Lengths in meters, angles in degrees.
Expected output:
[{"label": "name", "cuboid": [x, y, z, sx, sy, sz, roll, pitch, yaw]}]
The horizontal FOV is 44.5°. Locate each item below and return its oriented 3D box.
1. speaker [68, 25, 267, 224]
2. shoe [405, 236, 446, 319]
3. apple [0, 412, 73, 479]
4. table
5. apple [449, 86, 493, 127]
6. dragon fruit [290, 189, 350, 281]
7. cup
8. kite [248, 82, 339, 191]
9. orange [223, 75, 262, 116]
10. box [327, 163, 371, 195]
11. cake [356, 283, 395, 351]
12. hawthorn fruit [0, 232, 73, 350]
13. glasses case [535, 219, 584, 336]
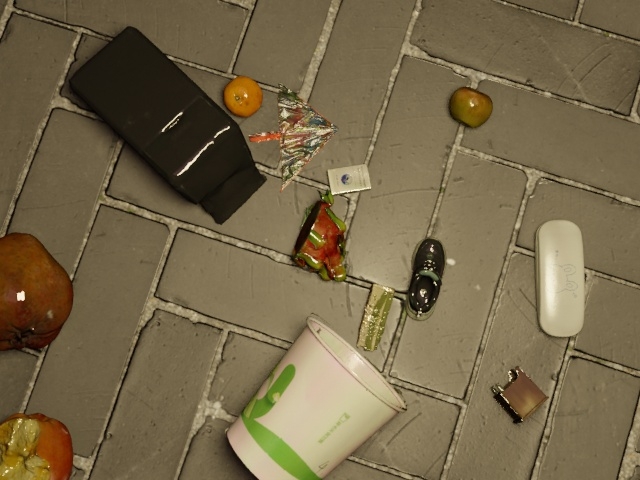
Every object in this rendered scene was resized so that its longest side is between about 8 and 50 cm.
[{"label": "speaker", "cuboid": [-0.302, -0.227, 1.576, 0.180, 0.184, 0.388, -44, 73, -7]}, {"label": "shoe", "cuboid": [0.211, 0.071, 1.537, 0.071, 0.099, 0.169, 12, 81, 5]}, {"label": "apple", "cuboid": [-0.545, 0.409, 1.473, 0.156, 0.147, 0.158, 9, 69, 34]}, {"label": "table", "cuboid": [0.380, 0.298, 1.514, 0.070, 0.083, 0.082, -40, 77, -8]}, {"label": "apple", "cuboid": [0.305, -0.273, 1.591, 0.089, 0.089, 0.074, 28, 96, 4]}, {"label": "dragon fruit", "cuboid": [0.000, 0.000, 1.549, 0.142, 0.138, 0.175, -24, 116, 33]}, {"label": "cup", "cuboid": [-0.014, 0.316, 1.445, 0.253, 0.253, 0.274, 42, 93, 6]}, {"label": "kite", "cuboid": [-0.054, -0.217, 1.624, 0.189, 0.009, 0.232, -5, 82, -1]}, {"label": "orange", "cuboid": [-0.159, -0.294, 1.602, 0.083, 0.083, 0.084, 0, 82, 0]}, {"label": "box", "cuboid": [0.059, -0.124, 1.604, 0.083, 0.024, 0.054, -9, 84, -2]}, {"label": "cake", "cuboid": [0.109, 0.151, 1.564, 0.051, 0.055, 0.140, 16, 100, 1]}, {"label": "hawthorn fruit", "cuboid": [-0.588, 0.087, 1.503, 0.208, 0.208, 0.248, -24, 58, -3]}, {"label": "glasses case", "cuboid": [0.476, 0.075, 1.555, 0.092, 0.059, 0.233, 2, 83, -1]}]
